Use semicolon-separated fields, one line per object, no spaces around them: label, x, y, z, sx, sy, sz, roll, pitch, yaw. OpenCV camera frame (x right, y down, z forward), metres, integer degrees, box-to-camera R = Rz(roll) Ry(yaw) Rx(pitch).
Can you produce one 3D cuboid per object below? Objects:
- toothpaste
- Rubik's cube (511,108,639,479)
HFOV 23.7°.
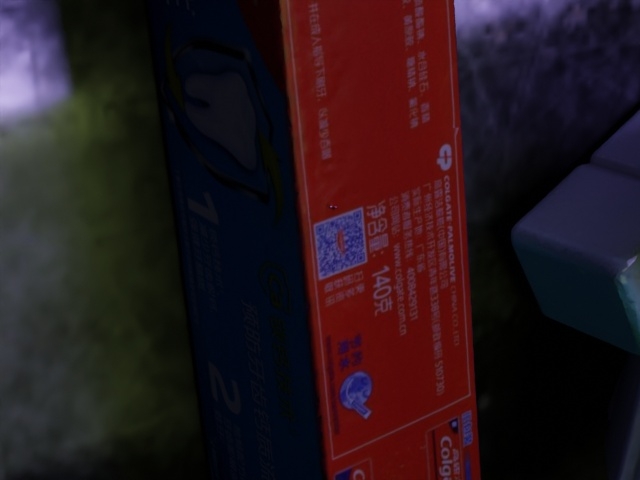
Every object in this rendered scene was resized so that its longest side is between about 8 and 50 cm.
toothpaste;-0.001;0.000;0.465;0.066;0.076;0.320;-19;118;-31
Rubik's cube;0.207;0.020;0.540;0.213;0.224;0.265;7;108;-37
